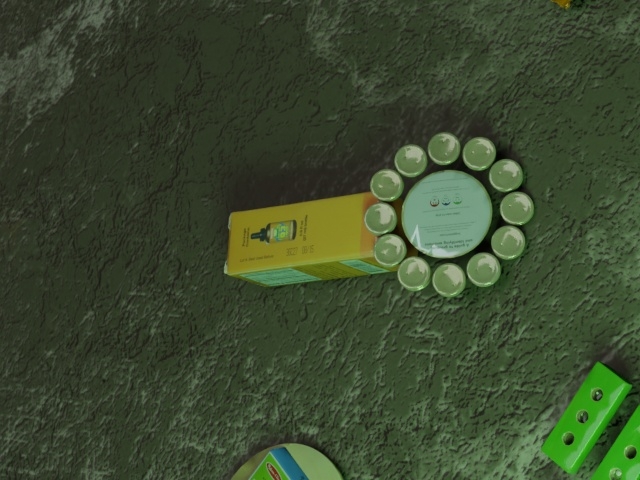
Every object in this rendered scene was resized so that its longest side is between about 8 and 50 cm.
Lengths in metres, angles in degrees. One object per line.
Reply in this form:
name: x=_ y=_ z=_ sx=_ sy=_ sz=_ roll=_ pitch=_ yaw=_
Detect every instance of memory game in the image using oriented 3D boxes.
memory game: x=0.137 y=-0.028 z=2.114 sx=0.186 sy=0.012 sz=0.186 roll=-4 pitch=74 yaw=12

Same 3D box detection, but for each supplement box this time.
supplement box: x=0.000 y=0.000 z=2.236 sx=0.233 sy=0.080 sz=0.078 roll=-6 pitch=72 yaw=38

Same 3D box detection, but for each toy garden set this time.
toy garden set: x=0.310 y=0.267 z=1.904 sx=0.244 sy=0.049 sz=0.204 roll=39 pitch=102 yaw=40

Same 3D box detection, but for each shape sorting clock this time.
shape sorting clock: x=-0.045 y=0.328 z=2.200 sx=0.206 sy=0.040 sz=0.206 roll=-18 pitch=63 yaw=39

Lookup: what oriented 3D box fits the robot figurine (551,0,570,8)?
robot figurine: x=0.253 y=-0.407 z=2.129 sx=0.211 sy=0.085 sz=0.291 roll=-38 pitch=55 yaw=26
